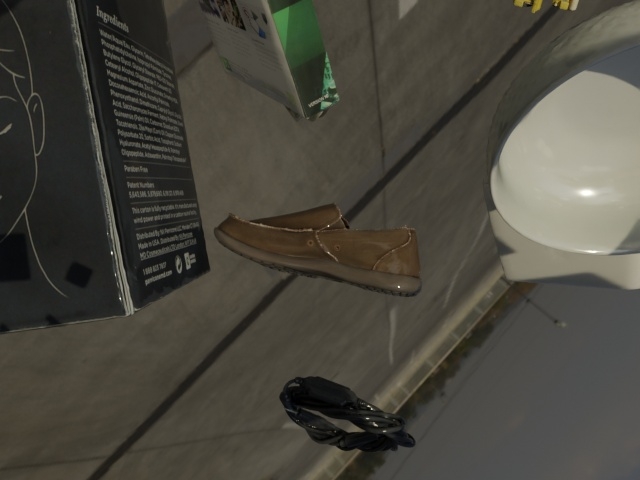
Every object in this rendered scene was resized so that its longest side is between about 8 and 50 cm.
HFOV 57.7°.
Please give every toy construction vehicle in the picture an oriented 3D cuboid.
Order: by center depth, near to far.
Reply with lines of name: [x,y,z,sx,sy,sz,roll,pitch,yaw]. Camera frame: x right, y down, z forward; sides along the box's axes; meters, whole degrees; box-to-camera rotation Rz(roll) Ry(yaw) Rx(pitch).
toy construction vehicle: [0.352,-0.388,0.897,0.086,0.098,0.035,88,26,-56]

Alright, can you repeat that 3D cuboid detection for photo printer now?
photo printer: [0.488,-0.030,1.114,0.107,0.307,0.256,-41,121,-38]

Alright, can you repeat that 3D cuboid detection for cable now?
cable: [0.032,0.242,0.761,0.150,0.184,0.047,96,14,-50]

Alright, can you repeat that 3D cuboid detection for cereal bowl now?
cereal bowl: [0.361,-0.134,0.667,0.339,0.339,0.141,110,-10,-53]

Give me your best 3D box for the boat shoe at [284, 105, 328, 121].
boat shoe: [-0.015,-0.243,0.940,0.079,0.084,0.233,-32,-165,-3]

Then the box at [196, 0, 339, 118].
box: [-0.097,-0.319,0.664,0.058,0.232,0.322,-34,133,-15]

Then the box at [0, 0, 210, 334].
box: [-0.440,-0.132,0.730,0.480,0.471,0.297,-8,-174,7]

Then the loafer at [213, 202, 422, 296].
loafer: [0.000,0.000,0.992,0.134,0.366,0.130,48,55,-79]
